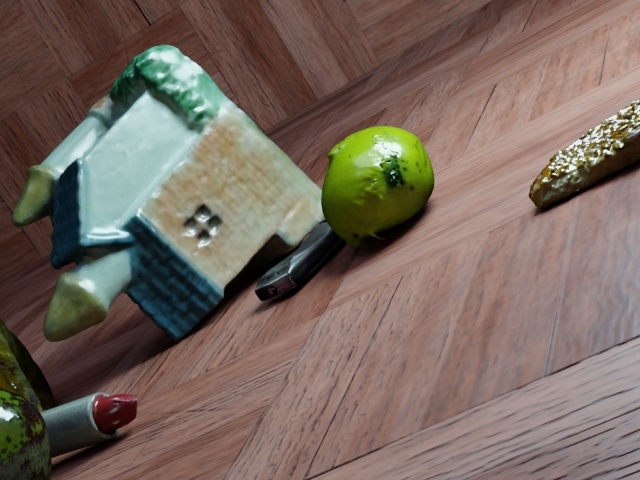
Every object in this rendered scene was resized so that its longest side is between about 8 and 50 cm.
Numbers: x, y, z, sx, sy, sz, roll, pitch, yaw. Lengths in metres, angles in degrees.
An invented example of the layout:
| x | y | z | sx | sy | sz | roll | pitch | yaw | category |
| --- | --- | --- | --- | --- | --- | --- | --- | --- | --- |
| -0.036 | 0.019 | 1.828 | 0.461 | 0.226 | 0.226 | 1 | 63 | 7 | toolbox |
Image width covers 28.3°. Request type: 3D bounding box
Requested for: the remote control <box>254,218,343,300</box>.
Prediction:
| x | y | z | sx | sy | sz | roll | pitch | yaw | category |
| --- | --- | --- | --- | --- | --- | --- | --- | --- | --- |
| 0.000 | 0.000 | 1.312 | 0.059 | 0.028 | 0.212 | -23 | 14 | 36 | remote control |

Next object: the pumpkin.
| x | y | z | sx | sy | sz | roll | pitch | yaw | category |
| --- | --- | --- | --- | --- | --- | --- | --- | --- | --- |
| -0.384 | 0.175 | 1.311 | 0.190 | 0.139 | 0.280 | -30 | 7 | -9 | pumpkin |

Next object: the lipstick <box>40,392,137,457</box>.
| x | y | z | sx | sy | sz | roll | pitch | yaw | category |
| --- | --- | --- | --- | --- | --- | --- | --- | --- | --- |
| -0.231 | 0.172 | 1.136 | 0.186 | 0.057 | 0.063 | -20 | 12 | 28 | lipstick |

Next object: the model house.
| x | y | z | sx | sy | sz | roll | pitch | yaw | category |
| --- | --- | --- | --- | --- | --- | --- | --- | --- | --- |
| -0.204 | -0.005 | 1.377 | 0.325 | 0.267 | 0.194 | -51 | 13 | -29 | model house |

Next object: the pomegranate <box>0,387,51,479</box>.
| x | y | z | sx | sy | sz | roll | pitch | yaw | category |
| --- | --- | --- | --- | --- | --- | --- | --- | --- | --- |
| -0.295 | 0.186 | 1.056 | 0.138 | 0.126 | 0.163 | 7 | -26 | -16 | pomegranate |

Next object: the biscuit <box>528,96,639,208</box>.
| x | y | z | sx | sy | sz | roll | pitch | yaw | category |
| --- | --- | --- | --- | --- | --- | --- | --- | --- | --- |
| 0.259 | -0.094 | 1.011 | 0.206 | 0.025 | 0.126 | -28 | 11 | 19 | biscuit |

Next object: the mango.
| x | y | z | sx | sy | sz | roll | pitch | yaw | category |
| --- | --- | --- | --- | --- | --- | --- | --- | --- | --- |
| 0.052 | -0.059 | 1.250 | 0.119 | 0.100 | 0.178 | -34 | 3 | 3 | mango |
